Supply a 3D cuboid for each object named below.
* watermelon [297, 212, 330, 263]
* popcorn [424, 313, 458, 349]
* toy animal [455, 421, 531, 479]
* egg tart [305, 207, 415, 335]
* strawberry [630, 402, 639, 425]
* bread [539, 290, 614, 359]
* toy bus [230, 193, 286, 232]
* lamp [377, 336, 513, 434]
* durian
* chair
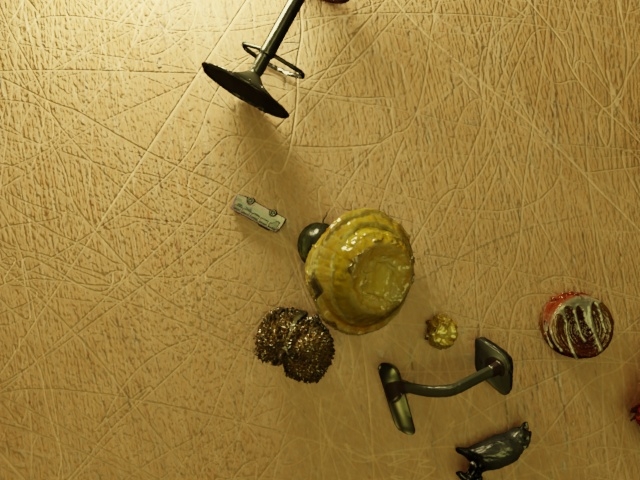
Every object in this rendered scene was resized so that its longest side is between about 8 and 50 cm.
[{"bbox_3d":[0.000,0.000,1.476,0.105,0.105,0.133,8,89,0],"label":"watermelon"},{"bbox_3d":[0.281,0.215,1.499,0.083,0.057,0.082,-18,96,-4],"label":"popcorn"},{"bbox_3d":[0.397,0.493,1.496,0.210,0.121,0.117,-39,45,-17],"label":"toy animal"},{"bbox_3d":[0.105,0.076,1.420,0.290,0.115,0.290,-4,100,-25],"label":"egg tart"},{"bbox_3d":[0.858,0.379,1.393,0.253,0.280,0.150,4,46,-14],"label":"strawberry"},{"bbox_3d":[0.595,0.197,1.493,0.160,0.073,0.161,0,89,0],"label":"bread"},{"bbox_3d":[-0.146,-0.064,1.510,0.130,0.037,0.052,28,91,1],"label":"toy bus"},{"bbox_3d":[0.292,0.350,1.462,0.283,0.124,0.203,-14,120,-6],"label":"lamp"},{"bbox_3d":[-0.060,0.237,1.423,0.196,0.196,0.167,9,95,0],"label":"durian"},{"bbox_3d":[-0.073,-0.499,1.425,0.226,0.226,0.401,29,89,0],"label":"chair"}]
